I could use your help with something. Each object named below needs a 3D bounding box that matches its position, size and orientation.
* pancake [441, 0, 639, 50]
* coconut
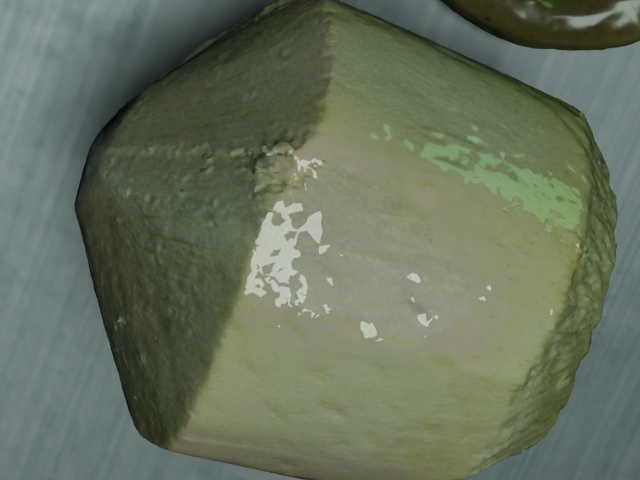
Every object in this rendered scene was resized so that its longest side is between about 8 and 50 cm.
[{"bbox_3d":[0.140,-0.213,0.901,0.222,0.042,0.236,23,103,-15],"label":"pancake"},{"bbox_3d":[0.000,0.000,0.858,0.244,0.239,0.239,16,106,-17],"label":"coconut"}]
